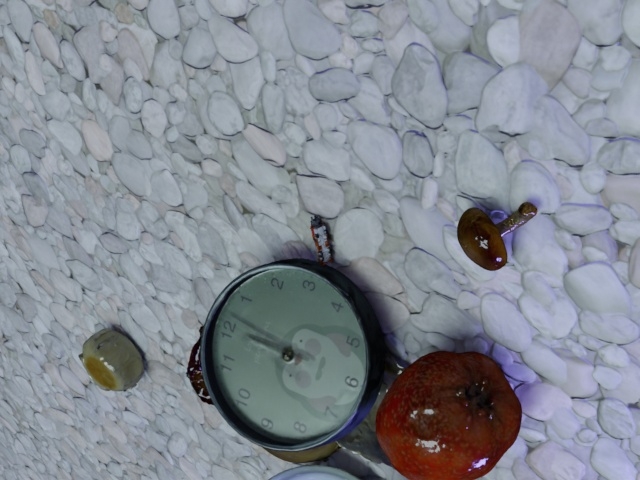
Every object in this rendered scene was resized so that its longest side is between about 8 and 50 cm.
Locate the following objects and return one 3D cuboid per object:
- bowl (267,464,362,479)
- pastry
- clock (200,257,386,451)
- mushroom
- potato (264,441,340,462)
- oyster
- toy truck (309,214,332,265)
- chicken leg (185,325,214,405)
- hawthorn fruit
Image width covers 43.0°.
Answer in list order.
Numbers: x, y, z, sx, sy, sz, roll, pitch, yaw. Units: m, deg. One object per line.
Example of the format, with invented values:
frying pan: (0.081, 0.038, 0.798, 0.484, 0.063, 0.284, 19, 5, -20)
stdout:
bowl: (-0.004, 0.583, 1.635, 0.313, 0.146, 0.313, 0, 93, 5)
pastry: (-0.490, 0.285, 1.908, 0.166, 0.088, 0.166, 23, 133, 28)
clock: (-0.053, 0.188, 1.338, 0.319, 0.066, 0.319, 0, 89, 24)
mushroom: (0.225, -0.013, 1.062, 0.129, 0.073, 0.088, -49, 54, 47)
potato: (-0.080, 0.329, 1.568, 0.239, 0.116, 0.299, 24, 132, 33)
oyster: (0.020, 0.222, 1.402, 0.396, 0.111, 0.204, 28, 102, 16)
toy truck: (0.000, 0.000, 1.305, 0.032, 0.024, 0.083, 45, 154, 53)
chicken leg: (-0.237, 0.270, 1.704, 0.093, 0.053, 0.205, -12, 121, 21)
hawthorn fruit: (0.180, 0.276, 1.230, 0.205, 0.205, 0.253, 45, 145, 5)
